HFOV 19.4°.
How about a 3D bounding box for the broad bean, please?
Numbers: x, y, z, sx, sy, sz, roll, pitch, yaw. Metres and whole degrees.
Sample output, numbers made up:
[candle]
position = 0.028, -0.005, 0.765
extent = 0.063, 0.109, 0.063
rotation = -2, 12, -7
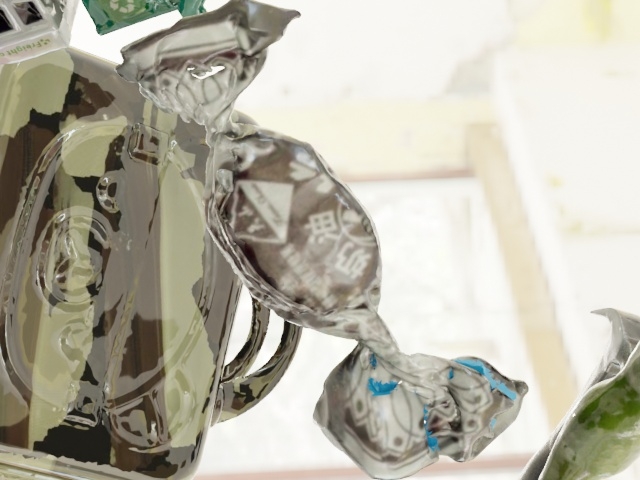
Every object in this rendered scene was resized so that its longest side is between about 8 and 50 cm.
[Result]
[broad bean]
position = 0.242, 0.179, 1.565
extent = 0.056, 0.098, 0.318
rotation = -78, -176, -57

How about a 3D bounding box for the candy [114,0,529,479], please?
[candy]
position = 0.000, 0.000, 0.781
extent = 0.226, 0.094, 0.051
rotation = 55, -5, -6

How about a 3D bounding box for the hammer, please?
[hammer]
position = 0.258, 0.182, 1.906
extent = 0.137, 0.037, 0.290
rotation = -85, -165, -47

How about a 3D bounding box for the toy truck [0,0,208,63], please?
[toy truck]
position = -0.123, -0.173, 1.078
extent = 0.110, 0.216, 0.116
rotation = -86, 155, -51

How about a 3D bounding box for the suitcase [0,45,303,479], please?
[suitcase]
position = -0.178, 0.036, 1.513
extent = 0.194, 0.339, 0.352
rotation = -1, -106, 59
